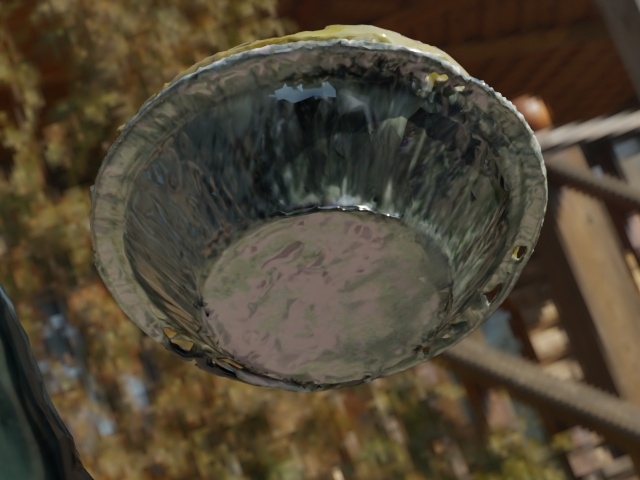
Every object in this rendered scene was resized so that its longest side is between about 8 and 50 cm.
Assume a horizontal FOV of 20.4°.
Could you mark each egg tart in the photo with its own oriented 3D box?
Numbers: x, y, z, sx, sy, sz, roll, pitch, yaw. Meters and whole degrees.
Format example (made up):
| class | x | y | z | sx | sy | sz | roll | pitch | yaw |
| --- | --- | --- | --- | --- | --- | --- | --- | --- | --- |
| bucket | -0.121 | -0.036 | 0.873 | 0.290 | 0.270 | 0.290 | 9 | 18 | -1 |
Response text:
| class | x | y | z | sx | sy | sz | roll | pitch | yaw |
| --- | --- | --- | --- | --- | --- | --- | --- | --- | --- |
| egg tart | 0.000 | 0.000 | 0.880 | 0.234 | 0.094 | 0.234 | -2 | -48 | -2 |

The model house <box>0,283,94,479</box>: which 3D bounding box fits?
| class | x | y | z | sx | sy | sz | roll | pitch | yaw |
| --- | --- | --- | --- | --- | --- | --- | --- | --- | --- |
| model house | -0.240 | 0.016 | 0.484 | 0.253 | 0.291 | 0.184 | -28 | -54 | -16 |
